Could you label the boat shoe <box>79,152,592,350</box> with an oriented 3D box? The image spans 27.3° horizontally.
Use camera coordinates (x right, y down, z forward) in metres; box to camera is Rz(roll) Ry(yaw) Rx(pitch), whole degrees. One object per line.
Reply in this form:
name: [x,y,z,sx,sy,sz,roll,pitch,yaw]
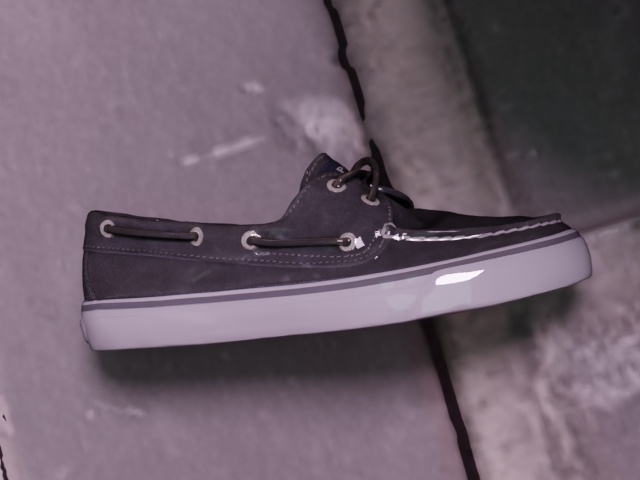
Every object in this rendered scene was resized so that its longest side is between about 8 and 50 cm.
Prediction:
boat shoe: [0.000,0.000,0.576,0.228,0.080,0.076,-7,91,17]
